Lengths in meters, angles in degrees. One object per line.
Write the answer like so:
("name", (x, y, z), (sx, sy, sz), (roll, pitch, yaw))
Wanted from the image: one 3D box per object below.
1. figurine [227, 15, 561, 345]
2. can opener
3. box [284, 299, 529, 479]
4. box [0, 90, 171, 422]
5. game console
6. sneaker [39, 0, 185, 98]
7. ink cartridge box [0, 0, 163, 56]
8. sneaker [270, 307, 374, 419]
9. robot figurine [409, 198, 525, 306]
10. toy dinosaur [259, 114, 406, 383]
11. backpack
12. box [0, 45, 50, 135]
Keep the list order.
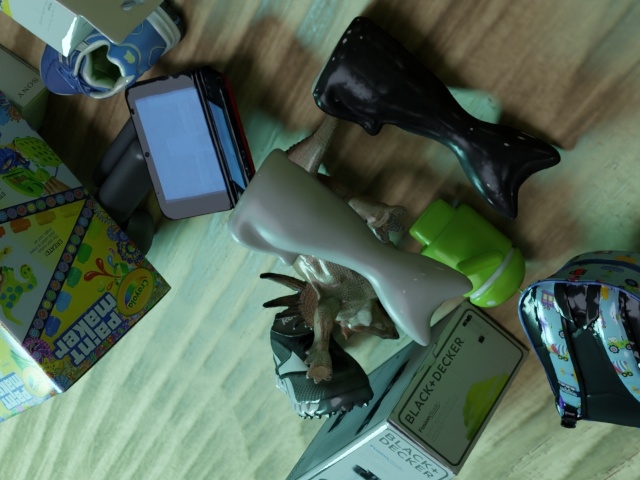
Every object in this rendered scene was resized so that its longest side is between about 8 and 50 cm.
("figurine", (0.061, -0.043, 1.224), (0.209, 0.215, 0.092), (32, -174, -2))
("can opener", (-0.205, -0.055, 1.566), (0.093, 0.074, 0.280), (8, 153, -19))
("box", (0.078, 0.193, 1.504), (0.087, 0.169, 0.290), (39, 145, -3))
("box", (-0.365, 0.037, 1.585), (0.279, 0.177, 0.290), (50, 145, -9))
("game console", (-0.119, -0.084, 1.380), (0.124, 0.085, 0.144), (-141, 33, -70))
("sneaker", (-0.220, -0.177, 1.405), (0.080, 0.081, 0.211), (48, 146, -19))
("ink cartridge box", (-0.235, -0.246, 1.304), (0.198, 0.115, 0.067), (37, 145, 2))
("sneaker", (-0.010, 0.118, 1.515), (0.234, 0.078, 0.106), (-160, 55, -75))
("robot figurine", (0.137, 0.013, 1.323), (0.115, 0.067, 0.101), (40, 174, -5))
("toy dinosaur", (0.000, 0.000, 1.400), (0.200, 0.127, 0.295), (-132, 25, -65))
("backpack", (0.257, 0.075, 1.244), (0.158, 0.117, 0.173), (2, 134, 41))
("box", (-0.432, -0.141, 1.665), (0.232, 0.058, 0.322), (35, 148, 3))
